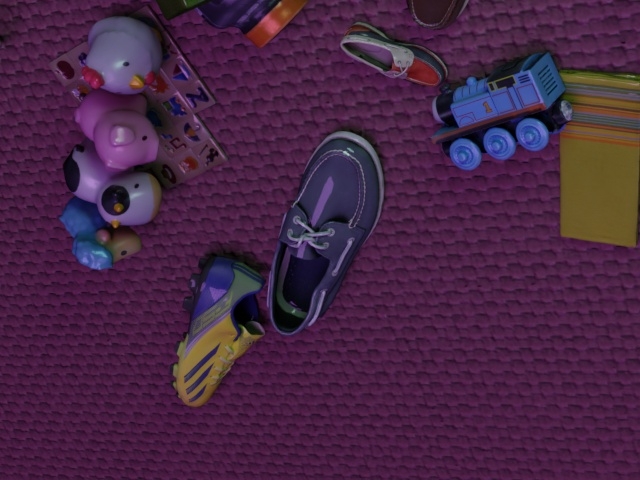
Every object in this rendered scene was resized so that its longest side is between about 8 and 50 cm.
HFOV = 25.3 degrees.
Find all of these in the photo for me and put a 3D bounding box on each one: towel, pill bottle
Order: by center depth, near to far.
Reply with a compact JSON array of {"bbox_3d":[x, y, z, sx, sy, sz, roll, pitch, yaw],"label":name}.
[{"bbox_3d":[-0.127,-0.344,1.698,0.245,0.130,0.130,44,129,-10],"label":"pill bottle"},{"bbox_3d":[0.340,-0.099,1.735,0.102,0.021,0.237,11,128,24],"label":"towel"}]

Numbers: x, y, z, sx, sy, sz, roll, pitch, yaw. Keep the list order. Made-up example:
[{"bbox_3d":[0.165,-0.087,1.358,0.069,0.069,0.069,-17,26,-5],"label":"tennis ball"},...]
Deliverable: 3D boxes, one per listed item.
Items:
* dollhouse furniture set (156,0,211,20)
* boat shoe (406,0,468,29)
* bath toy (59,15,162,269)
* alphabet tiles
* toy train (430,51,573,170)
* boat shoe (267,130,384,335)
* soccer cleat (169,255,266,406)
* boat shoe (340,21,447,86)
[{"bbox_3d":[-0.102,-0.368,1.481,0.197,0.151,0.301,66,162,-8],"label":"dollhouse furniture set"},{"bbox_3d":[0.131,-0.345,1.603,0.095,0.095,0.257,15,128,14],"label":"boat shoe"},{"bbox_3d":[-0.277,-0.130,1.907,0.151,0.129,0.348,21,128,10],"label":"bath toy"},{"bbox_3d":[-0.235,-0.183,1.939,0.198,0.009,0.237,-23,112,34],"label":"alphabet tiles"},{"bbox_3d":[0.213,-0.154,1.712,0.184,0.080,0.105,-15,107,40],"label":"toy train"},{"bbox_3d":[0.000,0.000,1.903,0.116,0.099,0.319,25,130,6],"label":"boat shoe"},{"bbox_3d":[-0.146,0.148,2.080,0.121,0.093,0.289,17,129,4],"label":"soccer cleat"},{"bbox_3d":[0.089,-0.222,1.744,0.137,0.043,0.049,27,128,3],"label":"boat shoe"}]
